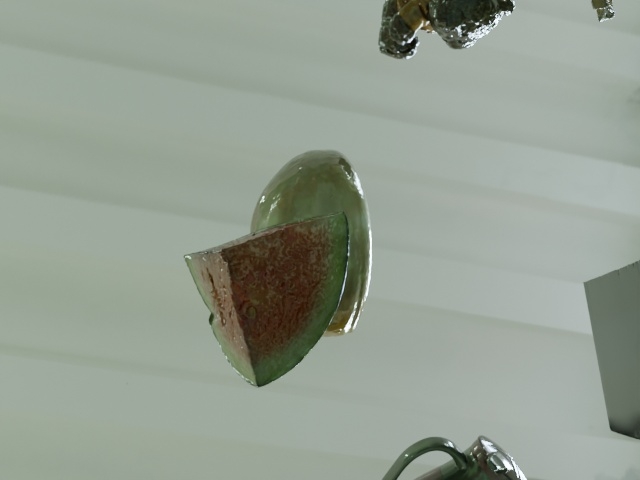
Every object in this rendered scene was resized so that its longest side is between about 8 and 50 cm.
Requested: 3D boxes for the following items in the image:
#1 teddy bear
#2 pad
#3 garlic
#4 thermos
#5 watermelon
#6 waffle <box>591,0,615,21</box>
[{"bbox_3d":[0.179,-0.333,1.344,0.177,0.190,0.140,-22,-61,-24],"label":"teddy bear"},{"bbox_3d":[0.229,0.086,0.711,0.004,0.190,0.127,-8,-98,3],"label":"pad"},{"bbox_3d":[-0.004,-0.009,1.132,0.145,0.164,0.245,-5,-111,14],"label":"garlic"},{"bbox_3d":[0.135,0.355,1.191,0.176,0.146,0.265,39,-78,-18],"label":"thermos"},{"bbox_3d":[-0.053,0.061,0.954,0.193,0.137,0.145,-17,-89,25],"label":"watermelon"},{"bbox_3d":[0.343,-0.316,1.161,0.021,0.135,0.092,-12,-75,23],"label":"waffle"}]
